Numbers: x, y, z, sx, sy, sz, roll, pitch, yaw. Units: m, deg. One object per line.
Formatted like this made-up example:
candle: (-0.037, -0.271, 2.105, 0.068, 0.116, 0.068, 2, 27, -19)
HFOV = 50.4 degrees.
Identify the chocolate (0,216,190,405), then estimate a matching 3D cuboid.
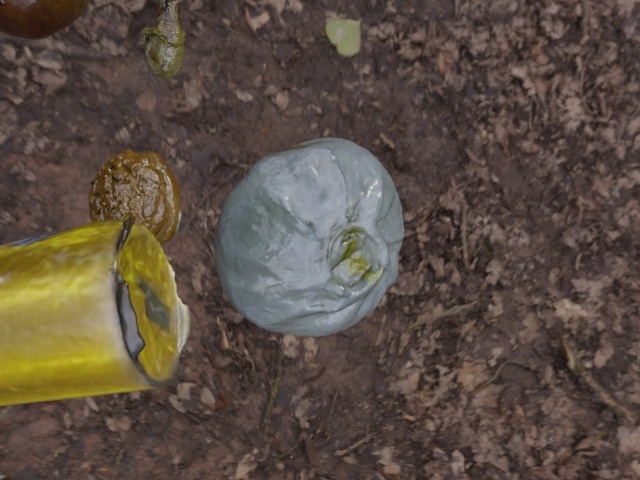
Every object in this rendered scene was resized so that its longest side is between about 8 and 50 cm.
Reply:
chocolate: (-0.355, 0.087, 0.630, 0.444, 0.162, 0.162, -9, 73, 6)

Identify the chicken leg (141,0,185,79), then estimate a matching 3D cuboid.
chicken leg: (-0.375, -0.503, 1.636, 0.088, 0.103, 0.228, -10, 109, -36)

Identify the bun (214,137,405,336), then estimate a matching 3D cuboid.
bun: (0.000, 0.000, 1.160, 0.361, 0.211, 0.362, -6, 102, -28)

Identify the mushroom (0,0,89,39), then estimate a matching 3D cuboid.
mushroom: (-0.691, -0.578, 1.546, 0.283, 0.263, 0.195, 33, 65, -3)

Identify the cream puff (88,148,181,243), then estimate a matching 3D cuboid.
cream puff: (-0.271, -0.054, 0.973, 0.115, 0.165, 0.150, -1, 82, -29)
